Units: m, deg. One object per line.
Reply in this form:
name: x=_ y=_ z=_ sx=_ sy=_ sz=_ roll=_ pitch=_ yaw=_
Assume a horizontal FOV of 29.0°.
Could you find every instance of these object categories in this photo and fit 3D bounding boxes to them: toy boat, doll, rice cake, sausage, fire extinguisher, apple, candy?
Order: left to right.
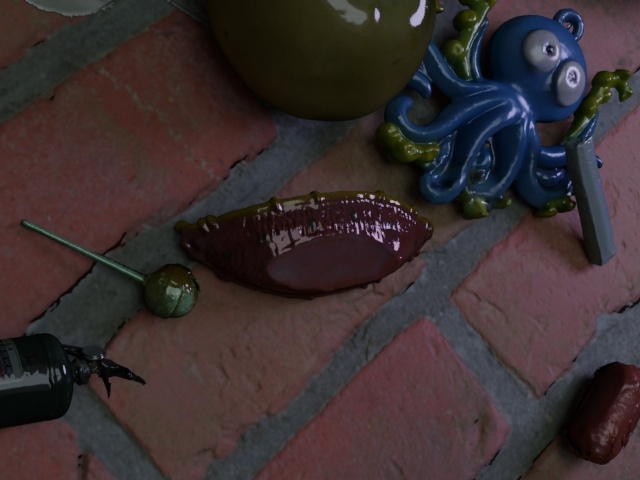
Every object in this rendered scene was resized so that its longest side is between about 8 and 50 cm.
fire extinguisher: x=-0.325 y=0.140 z=1.214 sx=0.294 sy=0.118 sz=0.093 roll=-7 pitch=119 yaw=-26
candy: x=-0.223 y=0.023 z=1.313 sx=0.202 sy=0.061 sz=0.061 roll=27 pitch=70 yaw=-10
toy boat: x=0.001 y=0.004 z=1.395 sx=0.318 sy=0.099 sz=0.141 roll=-1 pitch=122 yaw=-26
apple: x=0.007 y=-0.264 z=1.363 sx=0.262 sy=0.262 sz=0.262 roll=5 pitch=79 yaw=-25
doll: x=0.227 y=-0.174 z=1.525 sx=0.346 sy=0.099 sz=0.341 roll=43 pitch=66 yaw=-16
rice cake: x=0.344 y=-0.051 z=1.562 sx=0.042 sy=0.030 sz=0.180 roll=-35 pitch=122 yaw=-27
sausage: x=0.355 y=0.215 z=1.533 sx=0.076 sy=0.076 sz=0.141 roll=39 pitch=66 yaw=-14

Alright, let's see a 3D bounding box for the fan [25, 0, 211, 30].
fan: x=-0.226 y=-0.308 z=1.385 sx=0.329 sy=0.009 sz=0.190 roll=31 pitch=69 yaw=-17
